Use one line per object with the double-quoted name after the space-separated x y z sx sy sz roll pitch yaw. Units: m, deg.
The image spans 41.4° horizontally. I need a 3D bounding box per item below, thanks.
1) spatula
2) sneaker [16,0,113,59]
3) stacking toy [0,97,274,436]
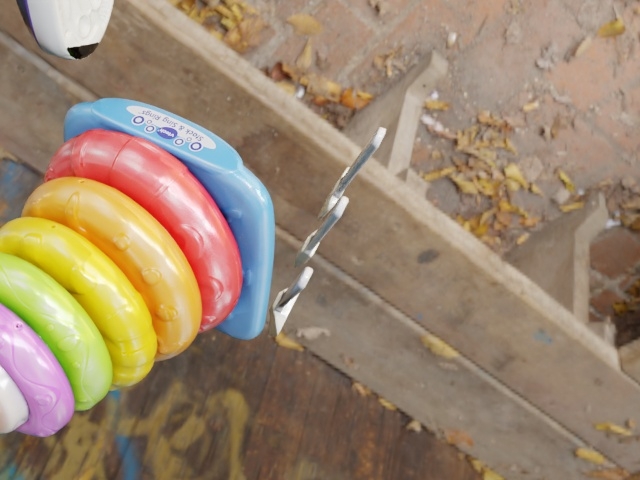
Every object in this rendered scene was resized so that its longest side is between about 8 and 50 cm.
0.000 0.000 0.725 0.019 0.168 0.242 29 167 -4 "spatula"
-0.339 -0.340 0.827 0.236 0.130 0.323 3 108 17 "sneaker"
-0.173 0.056 0.518 0.175 0.302 0.166 25 136 19 "stacking toy"
